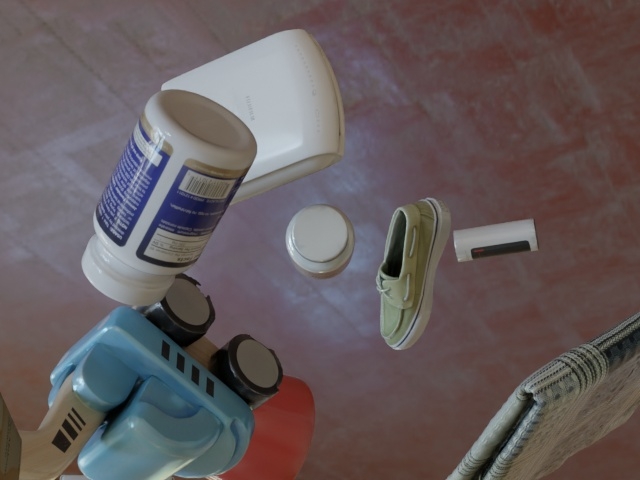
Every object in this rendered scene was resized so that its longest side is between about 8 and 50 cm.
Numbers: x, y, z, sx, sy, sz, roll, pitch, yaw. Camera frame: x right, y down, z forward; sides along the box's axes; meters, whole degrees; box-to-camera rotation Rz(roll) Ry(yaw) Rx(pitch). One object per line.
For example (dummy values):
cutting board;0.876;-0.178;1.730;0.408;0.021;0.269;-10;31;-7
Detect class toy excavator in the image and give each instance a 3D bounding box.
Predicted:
toy excavator;-0.300;0.235;1.424;0.433;0.445;0.222;42;123;-15

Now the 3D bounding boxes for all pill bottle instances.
pill bottle;0.000;0.000;1.985;0.131;0.131;0.229;1;173;1
pill bottle;-0.204;-0.050;1.364;0.153;0.153;0.265;20;119;-24

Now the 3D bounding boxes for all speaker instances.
speaker;0.290;0.000;1.737;0.136;0.055;0.055;-9;143;13

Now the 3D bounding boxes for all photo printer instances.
photo printer;-0.109;-0.209;1.815;0.307;0.256;0.107;-19;165;20

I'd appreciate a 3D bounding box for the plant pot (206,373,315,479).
plant pot;-0.186;0.368;2.127;0.243;0.275;0.275;28;137;-29

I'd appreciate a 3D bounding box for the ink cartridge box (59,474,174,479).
ink cartridge box;-0.358;0.517;1.852;0.197;0.114;0.273;3;145;-7

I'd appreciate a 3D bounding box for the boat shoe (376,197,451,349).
boat shoe;0.143;0.059;1.843;0.094;0.109;0.302;-3;119;-27

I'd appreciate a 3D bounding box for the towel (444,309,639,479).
towel;0.286;0.176;1.164;0.312;0.056;0.324;-25;151;-28

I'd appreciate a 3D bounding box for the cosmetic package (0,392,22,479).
cosmetic package;-0.208;0.128;0.626;0.041;0.060;0.115;2;153;-6
